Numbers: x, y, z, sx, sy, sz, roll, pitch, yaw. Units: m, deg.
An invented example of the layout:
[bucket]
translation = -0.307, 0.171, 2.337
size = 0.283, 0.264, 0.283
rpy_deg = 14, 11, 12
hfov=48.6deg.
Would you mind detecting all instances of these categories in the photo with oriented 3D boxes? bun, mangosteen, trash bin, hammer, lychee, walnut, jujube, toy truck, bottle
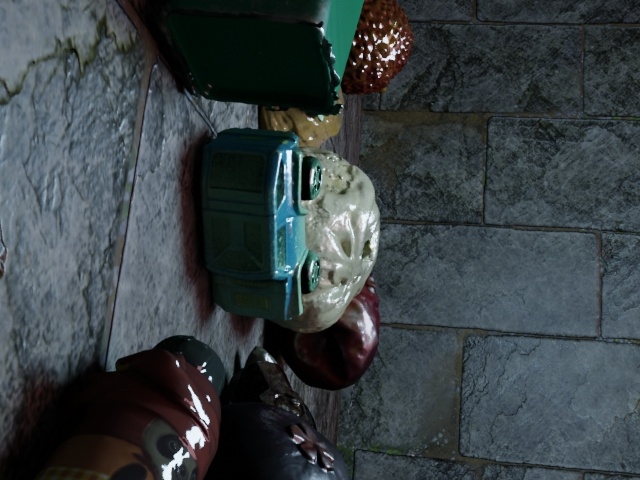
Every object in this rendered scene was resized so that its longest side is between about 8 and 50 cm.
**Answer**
[bun]
translation = 0.000, 0.000, 1.303
size = 0.360, 0.210, 0.360
rpy_deg = 13, 90, -83
[mangosteen]
translation = -0.105, 0.346, 0.841
size = 0.302, 0.275, 0.275
rpy_deg = -52, 177, 9
[trash bin]
translation = -0.043, -0.374, 0.859
size = 0.295, 0.259, 0.381
rpy_deg = 73, 24, -68
[hammer]
translation = -0.097, 0.429, 1.153
size = 0.242, 0.095, 0.409
rpy_deg = 44, -54, 55
[lychee]
translation = 0.095, -0.486, 1.727
size = 0.304, 0.275, 0.276
rpy_deg = 54, 31, -33
[walnut]
translation = -0.031, -0.269, 1.377
size = 0.204, 0.141, 0.238
rpy_deg = 77, 21, -44
[jujube]
translation = 0.021, 0.170, 1.574
size = 0.377, 0.258, 0.258
rpy_deg = -102, -169, -66
[toy truck]
translation = -0.090, -0.020, 1.030
size = 0.156, 0.155, 0.279
rpy_deg = -47, 141, -63
[bottle]
translation = -0.164, 0.179, 0.620
size = 0.156, 0.143, 0.271
rpy_deg = -62, -177, 30

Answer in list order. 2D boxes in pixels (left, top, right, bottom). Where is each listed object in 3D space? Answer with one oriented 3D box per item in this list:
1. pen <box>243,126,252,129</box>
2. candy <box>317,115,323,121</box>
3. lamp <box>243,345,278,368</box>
[pen]
translation = -0.116, -0.100, 1.240
size = 0.026, 0.026, 0.218
rpy_deg = -78, 169, -46
[candy]
translation = -0.054, -0.290, 1.167
size = 0.093, 0.092, 0.335
rpy_deg = 50, 0, 33
[lamp]
translation = -0.097, 0.305, 1.269
size = 0.101, 0.101, 0.250
rpy_deg = -65, 153, -69
